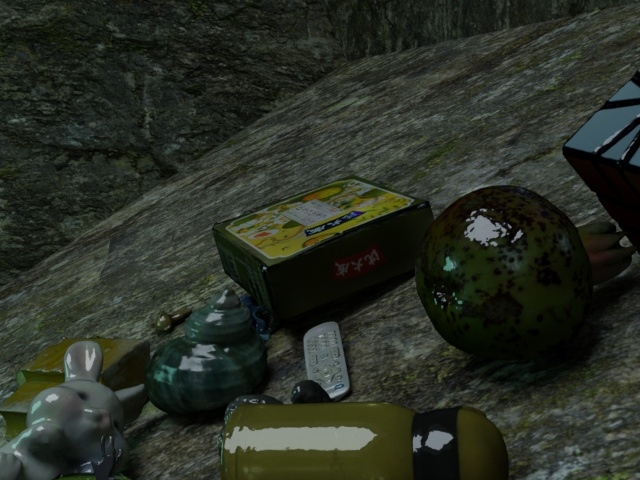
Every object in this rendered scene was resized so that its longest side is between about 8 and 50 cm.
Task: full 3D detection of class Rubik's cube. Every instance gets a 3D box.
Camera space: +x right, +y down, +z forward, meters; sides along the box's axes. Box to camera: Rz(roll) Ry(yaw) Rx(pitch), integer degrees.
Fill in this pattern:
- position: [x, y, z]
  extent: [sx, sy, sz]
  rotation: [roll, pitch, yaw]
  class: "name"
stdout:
- position: [0.579, -0.115, 1.350]
  extent: [0.288, 0.283, 0.293]
  rotation: [-45, 24, -3]
  class: "Rubik's cube"

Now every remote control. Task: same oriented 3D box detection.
- position: [0.011, 0.218, 1.655]
  extent: [0.073, 0.044, 0.229]
  rotation: [-19, 29, 4]
  class: "remote control"

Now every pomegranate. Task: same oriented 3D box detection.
- position: [0.325, 0.039, 1.431]
  extent: [0.341, 0.284, 0.285]
  rotation: [-14, 15, -21]
  class: "pomegranate"

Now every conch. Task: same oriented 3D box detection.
- position: [-0.207, 0.216, 1.734]
  extent: [0.220, 0.277, 0.195]
  rotation: [31, 18, 32]
  class: "conch"

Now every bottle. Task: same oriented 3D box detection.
- position: [0.062, 0.290, 1.186]
  extent: [0.352, 0.171, 0.171]
  rotation: [-4, 25, 13]
  class: "bottle"

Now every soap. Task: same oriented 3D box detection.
- position: [-0.499, 0.314, 1.917]
  extent: [0.281, 0.143, 0.259]
  rotation: [-4, 30, 36]
  class: "soap"

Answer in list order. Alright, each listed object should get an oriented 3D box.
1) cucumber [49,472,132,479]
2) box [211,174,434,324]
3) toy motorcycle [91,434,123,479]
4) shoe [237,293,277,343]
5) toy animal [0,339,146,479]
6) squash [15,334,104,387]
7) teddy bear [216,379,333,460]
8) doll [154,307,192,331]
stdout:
- position: [-0.383, 0.406, 1.493]
  extent: [0.220, 0.046, 0.070]
  rotation: [11, 19, -40]
  class: "cucumber"
- position: [0.000, 0.000, 1.983]
  extent: [0.373, 0.138, 0.420]
  rotation: [-20, 19, -16]
  class: "box"
- position: [-0.303, 0.455, 1.165]
  extent: [0.207, 0.134, 0.400]
  rotation: [2, 62, 6]
  class: "toy motorcycle"
- position: [-0.143, 0.172, 1.916]
  extent: [0.106, 0.091, 0.207]
  rotation: [-2, 16, -2]
  class: "shoe"
- position: [-0.458, 0.351, 1.641]
  extent: [0.241, 0.196, 0.367]
  rotation: [-16, 31, 50]
  class: "toy animal"
- position: [-0.602, 0.286, 2.190]
  extent: [0.094, 0.094, 0.224]
  rotation: [-5, 23, 45]
  class: "squash"
- position: [-0.042, 0.289, 1.358]
  extent: [0.251, 0.171, 0.144]
  rotation: [-10, 31, 31]
  class: "teddy bear"
- position: [-0.351, 0.188, 2.196]
  extent: [0.093, 0.051, 0.062]
  rotation: [-5, 0, -43]
  class: "doll"
